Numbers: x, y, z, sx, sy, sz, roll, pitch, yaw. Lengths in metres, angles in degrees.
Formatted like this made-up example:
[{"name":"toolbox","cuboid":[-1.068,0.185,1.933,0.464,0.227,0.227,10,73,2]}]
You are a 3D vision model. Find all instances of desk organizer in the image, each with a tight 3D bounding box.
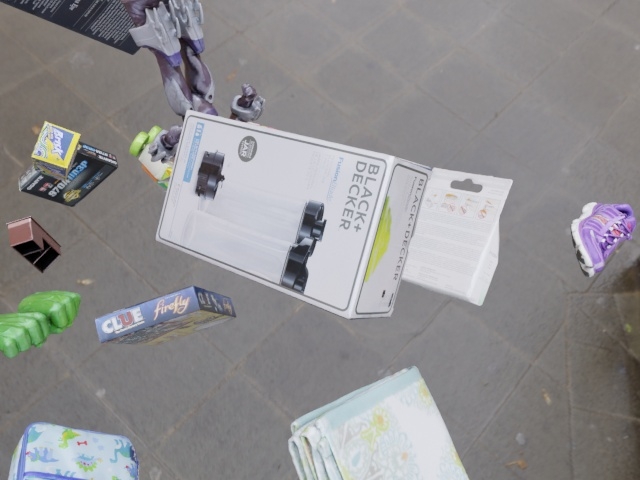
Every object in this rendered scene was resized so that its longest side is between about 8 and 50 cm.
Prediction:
[{"name":"desk organizer","cuboid":[-0.538,0.011,1.244,0.047,0.130,0.050,-18,64,-4]}]

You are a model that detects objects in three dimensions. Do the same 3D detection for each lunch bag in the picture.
[{"name":"lunch bag","cuboid":[-0.440,0.427,1.183,0.219,0.090,0.176,23,24,-26]}]

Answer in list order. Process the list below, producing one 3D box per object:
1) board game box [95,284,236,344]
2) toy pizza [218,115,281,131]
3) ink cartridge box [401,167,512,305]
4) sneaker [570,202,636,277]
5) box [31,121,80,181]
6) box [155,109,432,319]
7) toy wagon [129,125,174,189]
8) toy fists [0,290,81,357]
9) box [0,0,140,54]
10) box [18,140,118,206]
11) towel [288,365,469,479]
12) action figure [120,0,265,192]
[{"name":"board game box","cuboid":[-0.252,0.132,1.117,0.165,0.243,0.042,-19,79,2]},{"name":"toy pizza","cuboid":[-0.147,-0.218,1.304,0.202,0.032,0.201,12,14,-3]},{"name":"ink cartridge box","cuboid":[0.246,-0.012,1.204,0.181,0.056,0.224,17,81,45]},{"name":"sneaker","cuboid":[0.386,-0.012,0.889,0.170,0.071,0.068,-45,117,-47]},{"name":"box","cuboid":[-0.417,-0.137,1.037,0.054,0.169,0.059,21,81,-21]},{"name":"box","cuboid":[-0.040,-0.037,0.732,0.290,0.087,0.169,20,97,33]},{"name":"toy wagon","cuboid":[-0.287,-0.144,1.441,0.267,0.068,0.344,31,14,-8]},{"name":"toy fists","cuboid":[-0.715,0.205,1.647,0.142,0.096,0.279,-6,15,21]},{"name":"box","cuboid":[-0.489,-0.616,1.362,0.313,0.179,0.343,14,59,-42]},{"name":"box","cuboid":[-0.717,-0.193,1.872,0.220,0.175,0.051,-34,59,24]},{"name":"towel","cuboid":[0.123,0.410,1.128,0.375,0.090,0.320,-10,75,-51]},{"name":"action figure","cuboid":[-0.163,-0.182,0.852,0.099,0.284,0.185,2,33,35]}]
